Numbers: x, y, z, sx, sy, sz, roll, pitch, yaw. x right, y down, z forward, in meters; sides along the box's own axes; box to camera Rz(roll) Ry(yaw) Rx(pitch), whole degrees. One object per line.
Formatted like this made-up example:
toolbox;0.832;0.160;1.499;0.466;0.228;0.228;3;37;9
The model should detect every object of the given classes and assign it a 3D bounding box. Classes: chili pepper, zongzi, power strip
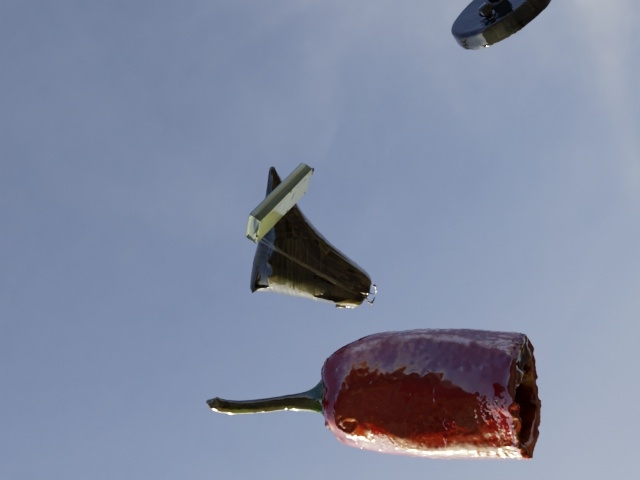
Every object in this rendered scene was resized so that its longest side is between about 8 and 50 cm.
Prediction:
chili pepper;0.063;0.167;1.091;0.131;0.338;0.135;-71;-31;-49
zongzi;0.000;0.000;1.432;0.084;0.187;0.184;-57;-23;-74
power strip;-0.048;-0.051;1.251;0.136;0.019;0.051;-48;-18;-34

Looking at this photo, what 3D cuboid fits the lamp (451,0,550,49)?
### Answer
lamp;0.123;-0.377;0.986;0.108;0.130;0.371;-35;-79;-58
